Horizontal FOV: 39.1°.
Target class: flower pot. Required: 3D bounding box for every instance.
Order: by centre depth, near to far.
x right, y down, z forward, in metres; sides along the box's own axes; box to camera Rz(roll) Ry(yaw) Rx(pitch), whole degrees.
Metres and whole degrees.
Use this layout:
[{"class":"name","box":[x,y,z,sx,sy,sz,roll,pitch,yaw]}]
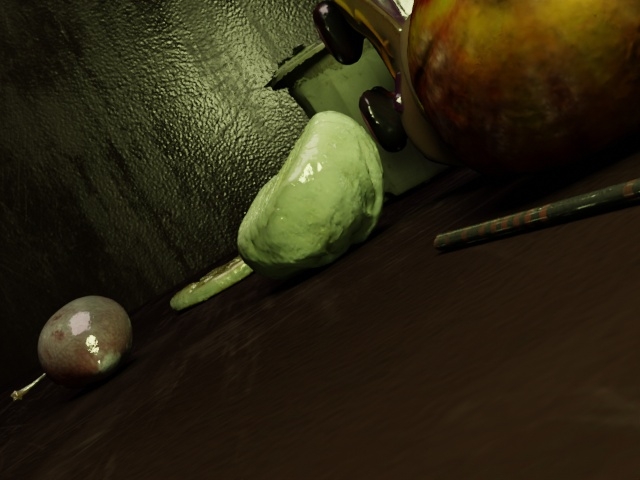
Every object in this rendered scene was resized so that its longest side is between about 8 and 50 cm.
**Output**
[{"class":"flower pot","box":[0.098,-0.204,1.363,0.290,0.259,0.290,-30,3,2]}]

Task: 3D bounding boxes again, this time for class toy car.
[{"class":"toy car","box":[0.135,-0.236,0.926,0.271,0.341,0.240,-31,-4,7]}]

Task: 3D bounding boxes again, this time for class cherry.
[{"class":"cherry","box":[-0.322,0.154,1.157,0.188,0.115,0.148,-39,45,-13]}]

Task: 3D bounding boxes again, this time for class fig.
[{"class":"fig","box":[0.168,-0.153,0.678,0.224,0.224,0.263,-28,8,30]}]

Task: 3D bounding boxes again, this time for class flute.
[{"class":"flute","box":[0.137,-0.016,0.546,0.014,0.014,0.269,-32,4,-23]}]

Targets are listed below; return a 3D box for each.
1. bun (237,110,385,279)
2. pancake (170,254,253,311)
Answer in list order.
[{"class":"bun","box":[-0.002,-0.042,1.033,0.204,0.126,0.212,-61,11,-23]},{"class":"pancake","box":[-0.151,0.049,1.595,0.253,0.037,0.253,-30,4,2]}]
